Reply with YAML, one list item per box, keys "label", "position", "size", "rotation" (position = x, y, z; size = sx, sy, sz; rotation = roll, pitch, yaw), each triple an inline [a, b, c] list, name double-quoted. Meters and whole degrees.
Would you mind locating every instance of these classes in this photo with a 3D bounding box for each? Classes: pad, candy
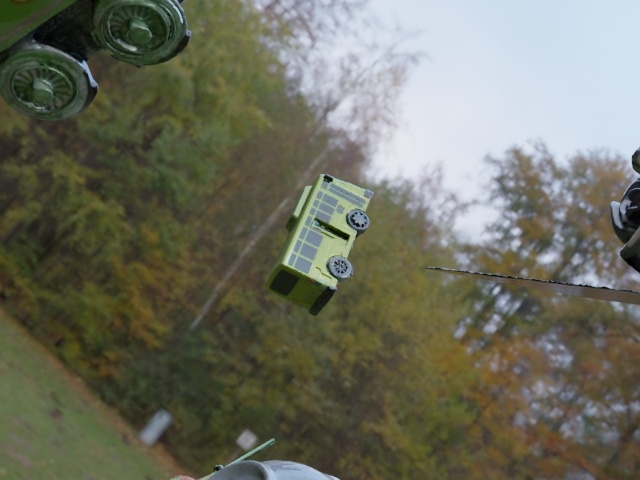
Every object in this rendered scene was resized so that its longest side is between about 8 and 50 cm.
- label: "pad"
  position: [0.256, 0.019, 0.816]
  size: [0.315, 0.063, 0.375]
  rotation: [9, -3, -35]
- label: "candy"
  position: [-0.136, 0.312, 1.404]
  size: [0.049, 0.185, 0.055]
  rotation: [42, -38, 30]

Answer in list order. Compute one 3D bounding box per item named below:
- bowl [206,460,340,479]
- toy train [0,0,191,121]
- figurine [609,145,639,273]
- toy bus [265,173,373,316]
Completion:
- label: "bowl"
  position: [-0.062, 0.256, 0.939]
  size: [0.189, 0.189, 0.086]
  rotation: [23, -32, 56]
- label: "toy train"
  position: [-0.286, -0.275, 1.084]
  size: [0.249, 0.307, 0.173]
  rotation: [42, 29, -43]
- label: "figurine"
  position: [0.402, -0.015, 0.996]
  size: [0.222, 0.145, 0.145]
  rotation: [18, -6, -16]
- label: "toy bus"
  position: [0.000, 0.000, 1.386]
  size: [0.101, 0.175, 0.088]
  rotation: [26, -34, -6]
